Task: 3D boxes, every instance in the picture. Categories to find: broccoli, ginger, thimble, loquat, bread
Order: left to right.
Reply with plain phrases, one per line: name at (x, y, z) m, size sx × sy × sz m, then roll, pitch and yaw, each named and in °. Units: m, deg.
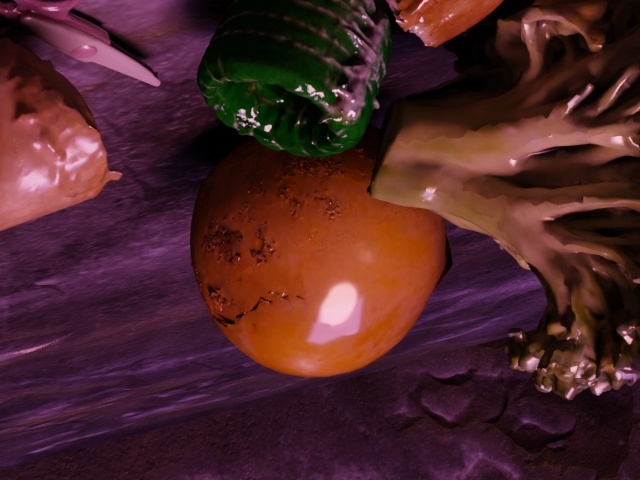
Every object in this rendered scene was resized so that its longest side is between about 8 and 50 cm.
ginger at (-0.232, -0.065, 0.594) m, size 0.152 × 0.138 × 0.267 m, roll -29°, pitch 166°, yaw 27°
thimble at (-0.014, -0.113, 0.682) m, size 0.118 × 0.090 × 0.130 m, roll 31°, pitch 163°, yaw -33°
loquat at (0.000, 0.000, 0.931) m, size 0.235 × 0.235 × 0.235 m, roll -16°, pitch 165°, yaw -4°
bread at (0.070, -0.174, 0.672) m, size 0.070 × 0.076 × 0.083 m, roll -34°, pitch 160°, yaw 16°
broccoli at (0.196, -0.063, 0.766) m, size 0.324 × 0.272 × 0.334 m, roll -52°, pitch -165°, yaw 24°

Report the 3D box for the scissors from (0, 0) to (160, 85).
scissors at (-0.154, -0.129, 0.670) m, size 0.085 × 0.022 × 0.176 m, roll -19°, pitch 163°, yaw 22°
